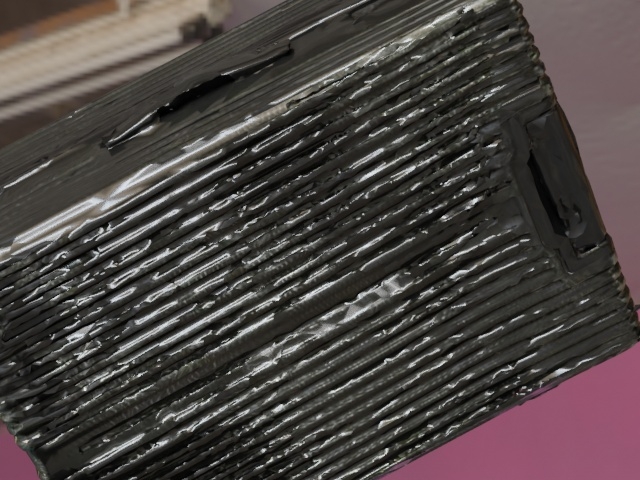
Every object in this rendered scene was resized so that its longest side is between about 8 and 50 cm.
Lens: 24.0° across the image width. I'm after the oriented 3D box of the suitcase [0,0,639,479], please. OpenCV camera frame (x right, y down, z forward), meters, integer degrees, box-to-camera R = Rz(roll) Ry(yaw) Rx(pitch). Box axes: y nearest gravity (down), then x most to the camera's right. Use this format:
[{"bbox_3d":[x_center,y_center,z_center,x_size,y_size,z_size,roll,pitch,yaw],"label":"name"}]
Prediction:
[{"bbox_3d":[-0.027,0.011,0.781,0.335,0.152,0.230,-28,-63,-3],"label":"suitcase"}]
